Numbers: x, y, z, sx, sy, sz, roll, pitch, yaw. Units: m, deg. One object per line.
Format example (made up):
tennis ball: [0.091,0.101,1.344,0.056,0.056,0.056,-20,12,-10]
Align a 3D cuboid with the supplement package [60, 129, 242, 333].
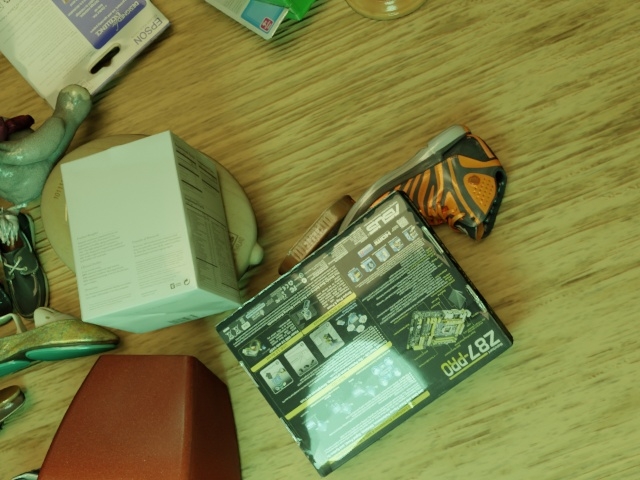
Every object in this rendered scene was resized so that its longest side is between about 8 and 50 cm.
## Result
supplement package: [-0.272,-0.006,1.529,0.199,0.198,0.262,-16,74,13]

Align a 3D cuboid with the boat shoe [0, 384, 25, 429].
boat shoe: [-0.646,0.348,1.792,0.207,0.073,0.073,-27,109,11]

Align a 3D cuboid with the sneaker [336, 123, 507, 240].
sneaker: [0.187,-0.046,1.626,0.321,0.124,0.180,-41,69,3]

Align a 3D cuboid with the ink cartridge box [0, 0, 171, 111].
ink cartridge box: [-0.509,-0.447,1.933,0.304,0.072,0.307,-42,86,2]

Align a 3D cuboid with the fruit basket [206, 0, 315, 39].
fruit basket: [-0.126,-0.598,1.826,0.353,0.165,0.327,38,89,23]

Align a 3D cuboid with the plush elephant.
plush elephant: [-0.636,-0.187,1.751,0.272,0.255,0.329,-8,58,32]

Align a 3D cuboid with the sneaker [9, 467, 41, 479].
sneaker: [-0.545,0.467,1.682,0.226,0.163,0.086,-18,75,12]

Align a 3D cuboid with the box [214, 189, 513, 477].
box: [0.071,0.154,1.566,0.395,0.097,0.318,-38,84,10]

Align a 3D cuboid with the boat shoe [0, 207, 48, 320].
boat shoe: [-0.598,0.047,1.843,0.084,0.079,0.233,-20,74,9]

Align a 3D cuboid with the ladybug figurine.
ladybug figurine: [-0.301,-0.030,1.734,0.450,0.162,0.305,21,84,19]

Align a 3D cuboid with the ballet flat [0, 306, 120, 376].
ballet flat: [-0.550,0.186,1.774,0.349,0.123,0.123,-15,73,14]

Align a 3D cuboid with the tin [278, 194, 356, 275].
tin: [0.000,0.000,1.672,0.040,0.106,0.189,43,95,20]

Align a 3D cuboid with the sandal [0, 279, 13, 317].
sandal: [-0.647,0.089,1.820,0.067,0.179,0.040,-15,31,-5]

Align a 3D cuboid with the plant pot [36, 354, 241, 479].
plant pot: [-0.283,0.333,1.604,0.268,0.267,0.235,-1,64,15]

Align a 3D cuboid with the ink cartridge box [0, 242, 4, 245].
ink cartridge box: [-0.739,0.040,1.798,0.100,0.237,0.171,25,84,16]

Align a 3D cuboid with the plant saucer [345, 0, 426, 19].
plant saucer: [0.129,-0.524,1.803,0.200,0.037,0.199,-3,76,14]
